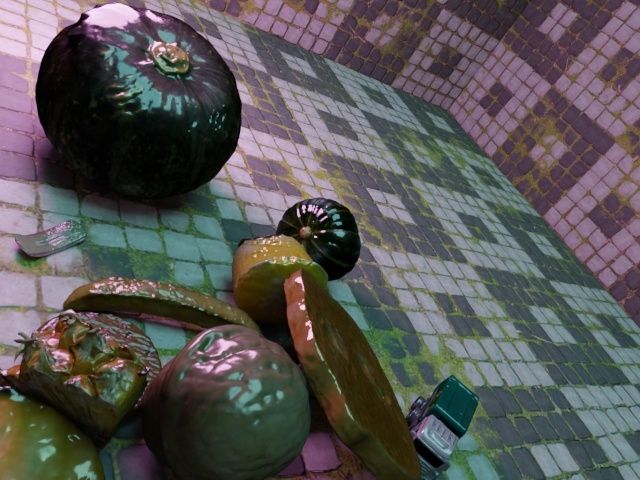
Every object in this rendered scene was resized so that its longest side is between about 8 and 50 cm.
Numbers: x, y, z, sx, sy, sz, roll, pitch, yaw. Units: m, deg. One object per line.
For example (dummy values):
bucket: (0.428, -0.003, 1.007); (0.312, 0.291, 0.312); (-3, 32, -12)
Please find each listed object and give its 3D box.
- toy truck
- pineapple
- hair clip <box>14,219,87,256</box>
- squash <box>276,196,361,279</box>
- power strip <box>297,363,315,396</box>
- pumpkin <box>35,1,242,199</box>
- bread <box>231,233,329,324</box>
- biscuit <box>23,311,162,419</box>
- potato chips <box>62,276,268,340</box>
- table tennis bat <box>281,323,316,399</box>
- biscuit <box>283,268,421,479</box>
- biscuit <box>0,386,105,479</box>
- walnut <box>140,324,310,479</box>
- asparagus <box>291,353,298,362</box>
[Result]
toy truck: (0.246, 0.382, 1.172); (0.114, 0.124, 0.253); (40, 28, 11)
pineapple: (-0.323, 0.196, 0.767); (0.236, 0.186, 0.114); (10, 43, 31)
hair clip: (-0.500, -0.004, 1.046); (0.054, 0.022, 0.137); (42, 30, 8)
squash: (-0.004, 0.000, 1.365); (0.218, 0.218, 0.172); (58, 4, 34)
power strip: (0.029, 0.311, 1.106); (0.216, 0.044, 0.137); (37, 32, -8)
pumpkin: (-0.395, -0.302, 1.257); (0.454, 0.344, 0.454); (21, 49, -27)
bread: (-0.090, 0.079, 1.180); (0.197, 0.197, 0.170); (17, 29, -29)
biscuit: (-0.358, 0.198, 0.893); (0.212, 0.036, 0.212); (24, 33, -17)
potato chips: (-0.256, 0.133, 1.053); (0.407, 0.080, 0.057); (19, 23, -28)
table tennis bat: (-0.037, 0.233, 1.192); (0.131, 0.022, 0.234); (8, 41, -38)
biscuit: (0.051, 0.250, 1.009); (0.365, 0.062, 0.385); (50, 12, -39)
biscuit: (-0.395, 0.311, 0.634); (0.296, 0.102, 0.296); (24, 31, -15)
walnut: (-0.140, 0.254, 0.840); (0.248, 0.248, 0.248); (26, 31, -17)
asparagus: (-0.089, 0.253, 1.100); (0.163, 0.016, 0.016); (-19, 51, -44)
